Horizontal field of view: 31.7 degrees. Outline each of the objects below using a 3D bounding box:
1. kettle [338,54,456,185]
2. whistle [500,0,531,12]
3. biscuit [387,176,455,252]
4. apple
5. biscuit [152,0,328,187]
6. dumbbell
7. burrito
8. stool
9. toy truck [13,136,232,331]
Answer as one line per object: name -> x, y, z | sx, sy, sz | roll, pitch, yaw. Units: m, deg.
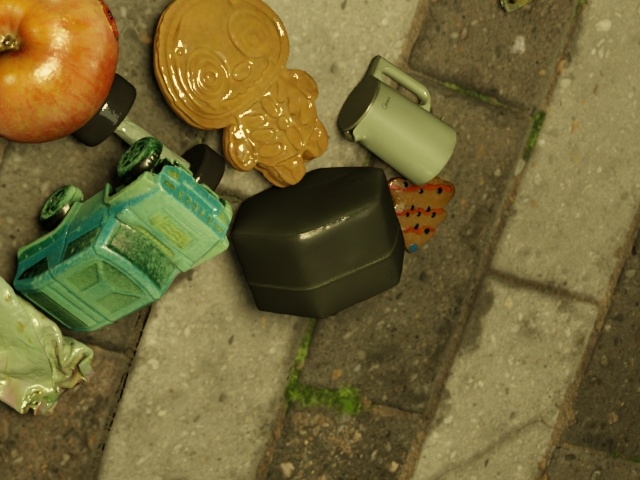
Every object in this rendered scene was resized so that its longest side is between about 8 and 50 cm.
kettle -> 0.113, -0.166, 1.584 | 0.148, 0.098, 0.127 | 33, 96, -23
whistle -> 0.395, -0.427, 1.647 | 0.326, 0.057, 0.068 | -29, 113, -13
biscuit -> 0.146, -0.044, 1.673 | 0.119, 0.019, 0.130 | 2, 104, -23
apple -> -0.338, -0.222, 1.326 | 0.209, 0.164, 0.210 | -2, 82, 14
biscuit -> -0.098, -0.200, 1.479 | 0.202, 0.044, 0.289 | -45, 109, -27
dumbbell -> -0.222, -0.122, 1.455 | 0.191, 0.100, 0.100 | 39, 88, -26
burrito -> -0.409, 0.129, 1.458 | 0.144, 0.089, 0.229 | -42, 115, 9
stool -> 0.000, 0.000, 1.519 | 0.232, 0.232, 0.141 | -24, 115, -15
toy truck -> -0.245, 0.002, 1.402 | 0.279, 0.156, 0.155 | -26, 126, 33
